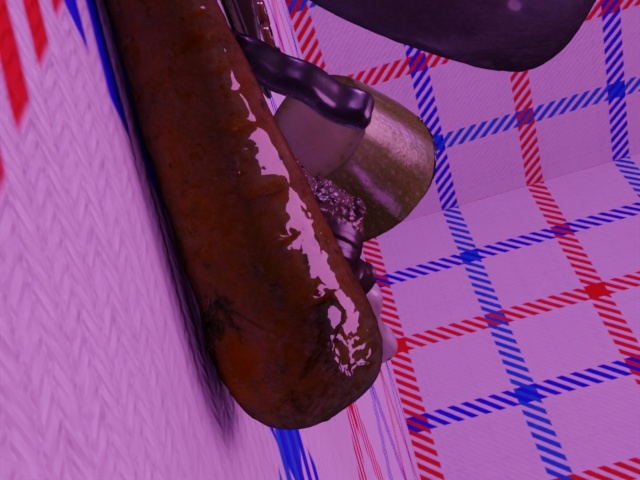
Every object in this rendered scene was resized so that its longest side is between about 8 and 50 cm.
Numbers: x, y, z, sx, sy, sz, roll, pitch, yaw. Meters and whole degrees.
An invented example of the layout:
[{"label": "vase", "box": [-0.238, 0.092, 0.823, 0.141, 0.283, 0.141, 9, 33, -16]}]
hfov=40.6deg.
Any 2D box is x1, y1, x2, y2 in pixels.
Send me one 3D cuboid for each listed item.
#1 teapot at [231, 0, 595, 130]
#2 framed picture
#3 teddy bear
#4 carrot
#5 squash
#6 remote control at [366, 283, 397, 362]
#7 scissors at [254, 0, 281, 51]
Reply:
[{"label": "teapot", "box": [0.009, -0.216, 0.500, 0.305, 0.285, 0.223, 107, -7, -81]}, {"label": "framed picture", "box": [-0.109, -0.316, 0.927, 0.273, 0.016, 0.216, 69, 7, -45]}, {"label": "teddy bear", "box": [0.007, -0.005, 0.732, 0.119, 0.078, 0.160, 28, 45, -44]}, {"label": "carrot", "box": [-0.054, -0.060, 0.382, 0.078, 0.078, 0.298, -30, 98, -86]}, {"label": "squash", "box": [0.021, -0.089, 0.888, 0.123, 0.170, 0.170, 35, 35, -53]}, {"label": "remote control", "box": [0.030, 0.083, 0.815, 0.122, 0.074, 0.032, 67, 6, -50]}, {"label": "scissors", "box": [-0.071, -0.300, 1.379, 0.220, 0.017, 0.088, 63, 10, -72]}]
